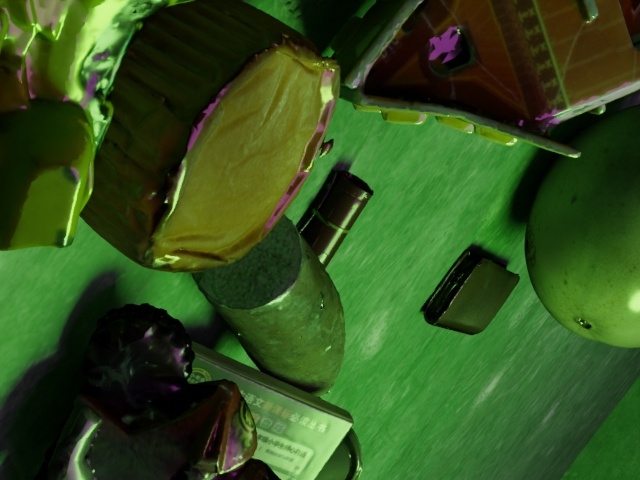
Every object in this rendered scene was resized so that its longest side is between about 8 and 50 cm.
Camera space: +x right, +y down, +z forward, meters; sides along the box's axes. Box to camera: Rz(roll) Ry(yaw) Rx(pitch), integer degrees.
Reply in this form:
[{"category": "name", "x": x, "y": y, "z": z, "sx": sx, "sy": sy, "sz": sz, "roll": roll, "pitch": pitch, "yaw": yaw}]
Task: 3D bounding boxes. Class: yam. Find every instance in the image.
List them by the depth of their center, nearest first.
[{"category": "yam", "x": -0.035, "y": 0.060, "z": 1.140, "sx": 0.106, "sy": 0.106, "sz": 0.259, "roll": -47, "pitch": 156, "yaw": -9}]

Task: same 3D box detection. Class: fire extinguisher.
[{"category": "fire extinguisher", "x": 0.000, "y": 0.000, "z": 1.200, "sx": 0.056, "sy": 0.039, "sz": 0.132, "roll": 22, "pitch": 109, "yaw": -32}]

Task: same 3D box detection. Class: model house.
[{"category": "model house", "x": 0.127, "y": -0.235, "z": 0.994, "sx": 0.323, "sy": 0.340, "sz": 0.300, "roll": -24, "pitch": -166, "yaw": -6}]

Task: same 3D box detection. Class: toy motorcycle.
[{"category": "toy motorcycle", "x": -0.107, "y": -0.148, "z": 0.659, "sx": 0.206, "sy": 0.142, "sz": 0.342, "roll": 20, "pitch": 112, "yaw": -26}, {"category": "toy motorcycle", "x": -0.161, "y": 0.243, "z": 1.075, "sx": 0.401, "sy": 0.207, "sz": 0.134, "roll": -59, "pitch": -172, "yaw": 22}]

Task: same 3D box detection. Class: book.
[{"category": "book", "x": -0.119, "y": 0.230, "z": 1.184, "sx": 0.202, "sy": 0.027, "sz": 0.264, "roll": 27, "pitch": 104, "yaw": -26}]

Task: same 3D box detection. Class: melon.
[{"category": "melon", "x": 0.399, "y": -0.025, "z": 1.621, "sx": 0.330, "sy": 0.268, "sz": 0.268, "roll": -58, "pitch": 161, "yaw": -23}]

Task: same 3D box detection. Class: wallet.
[{"category": "wallet", "x": 0.198, "y": 0.071, "z": 1.683, "sx": 0.110, "sy": 0.031, "sz": 0.198, "roll": -55, "pitch": 157, "yaw": 7}]

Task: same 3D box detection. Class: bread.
[{"category": "bread", "x": -0.081, "y": -0.071, "z": 0.865, "sx": 0.199, "sy": 0.104, "sz": 0.199, "roll": -45, "pitch": 156, "yaw": -26}]

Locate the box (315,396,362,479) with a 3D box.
[{"category": "box", "x": -0.091, "y": 0.286, "z": 1.340, "sx": 0.178, "sy": 0.138, "sz": 0.274, "roll": -3, "pitch": 126, "yaw": -52}]
